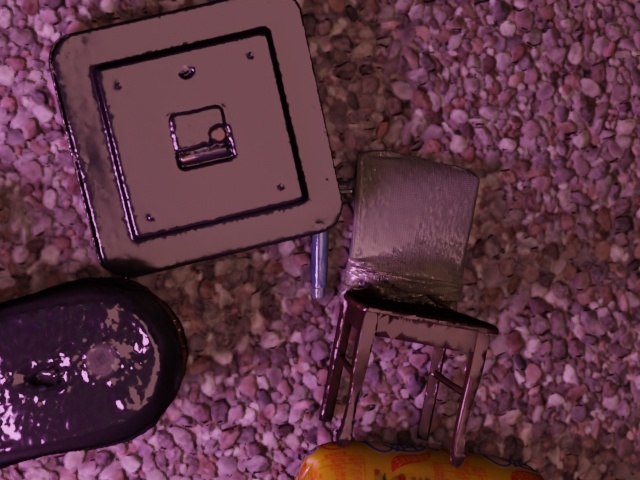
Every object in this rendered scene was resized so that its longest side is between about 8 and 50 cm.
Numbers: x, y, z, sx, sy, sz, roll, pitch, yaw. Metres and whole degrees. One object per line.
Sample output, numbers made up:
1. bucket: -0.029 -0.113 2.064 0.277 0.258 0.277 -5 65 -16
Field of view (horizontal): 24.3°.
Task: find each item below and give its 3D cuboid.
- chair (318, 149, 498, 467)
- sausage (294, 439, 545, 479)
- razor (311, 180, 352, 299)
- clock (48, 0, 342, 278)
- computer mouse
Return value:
1. chair: 0.102 0.067 1.635 0.160 0.186 0.319 11 93 -10
2. sausage: 0.122 0.296 1.680 0.347 0.123 0.123 8 91 -15
3. razor: 0.000 0.000 1.679 0.068 0.040 0.135 -1 98 -14
4. clock: -0.132 -0.114 1.602 0.278 0.049 0.273 -14 99 -3
5. computer mouse: -0.297 0.142 1.565 0.323 0.116 0.183 -12 85 1
